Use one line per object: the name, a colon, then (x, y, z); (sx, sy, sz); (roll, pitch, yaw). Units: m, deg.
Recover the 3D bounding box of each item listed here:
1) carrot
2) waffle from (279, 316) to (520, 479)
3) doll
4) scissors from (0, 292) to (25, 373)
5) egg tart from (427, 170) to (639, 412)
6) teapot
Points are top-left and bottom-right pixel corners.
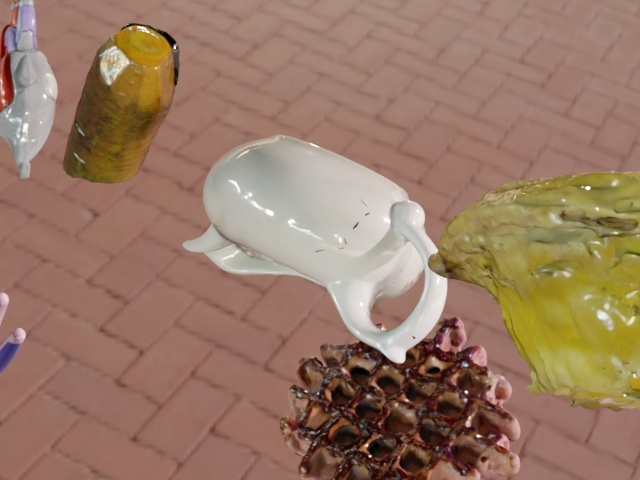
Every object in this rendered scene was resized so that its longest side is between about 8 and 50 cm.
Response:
carrot: (-0.181, -0.117, 1.149); (0.082, 0.173, 0.082); (14, 44, -14)
waffle: (0.073, 0.165, 1.197); (0.221, 0.055, 0.234); (-16, 44, -2)
doll: (-0.336, -0.175, 1.423); (0.075, 0.102, 0.227); (0, 67, -19)
scissors: (-0.232, 0.077, 0.887); (0.012, 0.113, 0.039); (-17, 71, -38)
egg tart: (0.215, 0.046, 0.737); (0.315, 0.315, 0.120); (9, 79, -8)
teapot: (0.000, 0.000, 1.126); (0.299, 0.166, 0.208); (36, -5, 48)
